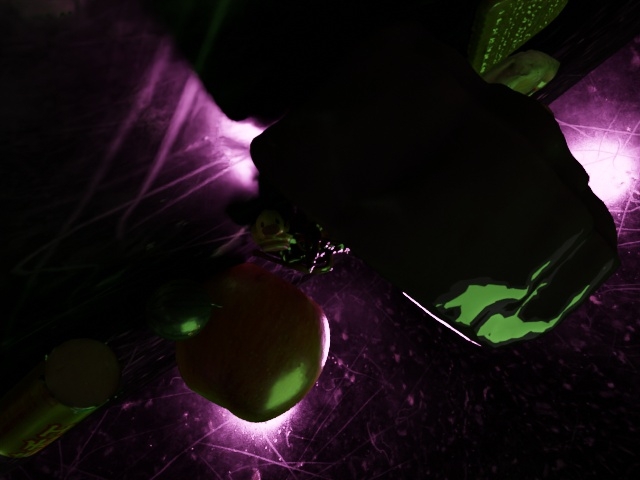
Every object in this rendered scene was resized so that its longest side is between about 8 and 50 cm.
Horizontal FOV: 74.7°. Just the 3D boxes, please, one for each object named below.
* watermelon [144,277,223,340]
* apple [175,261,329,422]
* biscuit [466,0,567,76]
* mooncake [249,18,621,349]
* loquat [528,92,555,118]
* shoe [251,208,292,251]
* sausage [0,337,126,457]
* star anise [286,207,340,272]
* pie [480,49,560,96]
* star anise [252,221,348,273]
[{"bbox_3d":[-0.229,0.116,0.716,0.133,0.105,0.105,-2,152,-40],"label":"watermelon"},{"bbox_3d":[-0.155,0.223,0.937,0.340,0.339,0.339,-34,173,-5],"label":"apple"},{"bbox_3d":[0.277,-0.309,0.568,0.172,0.029,0.254,-37,173,13],"label":"biscuit"},{"bbox_3d":[0.131,-0.049,0.480,0.212,0.350,0.381,-45,-179,10],"label":"mooncake"},{"bbox_3d":[0.501,-0.267,1.110,0.238,0.238,0.193,-40,177,38],"label":"loquat"},{"bbox_3d":[-0.084,-0.014,0.723,0.072,0.069,0.109,-12,172,20],"label":"shoe"},{"bbox_3d":[-0.476,0.285,0.698,0.317,0.117,0.125,-37,139,19],"label":"sausage"},{"bbox_3d":[-0.003,-0.050,0.671,0.140,0.158,0.144,-31,148,-39],"label":"star anise"},{"bbox_3d":[0.319,-0.267,0.882,0.338,0.075,0.337,-29,174,-4],"label":"pie"},{"bbox_3d":[0.000,0.000,0.850,0.220,0.125,0.190,-21,-178,45],"label":"star anise"}]
